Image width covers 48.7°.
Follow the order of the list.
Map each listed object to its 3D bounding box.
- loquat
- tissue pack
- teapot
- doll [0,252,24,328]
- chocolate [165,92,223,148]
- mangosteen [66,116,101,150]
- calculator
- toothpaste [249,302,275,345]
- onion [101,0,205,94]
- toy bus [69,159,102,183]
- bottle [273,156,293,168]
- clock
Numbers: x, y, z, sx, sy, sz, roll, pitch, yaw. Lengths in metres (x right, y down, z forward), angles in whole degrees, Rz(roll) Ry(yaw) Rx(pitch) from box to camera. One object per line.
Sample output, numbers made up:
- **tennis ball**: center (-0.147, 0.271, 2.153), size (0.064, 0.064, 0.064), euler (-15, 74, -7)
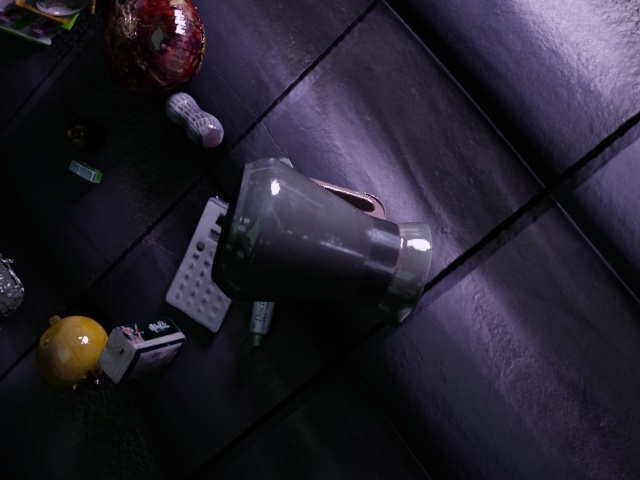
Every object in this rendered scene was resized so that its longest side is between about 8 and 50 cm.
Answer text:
- **loquat**: center (-0.564, 0.250, 1.605), size (0.204, 0.149, 0.172), euler (48, 112, 30)
- **tissue pack**: center (-0.378, 0.230, 1.507), size (0.090, 0.170, 0.103), euler (39, 106, 20)
- **teapot**: center (0.000, 0.000, 1.255), size (0.343, 0.300, 0.253), euler (18, 133, -12)
- **doll**: center (-0.888, 0.072, 1.721), size (0.349, 0.247, 0.247), euler (41, 106, 4)
- **chocolate**: center (-0.271, -0.257, 1.524), size (0.167, 0.072, 0.072), euler (42, 105, 22)
- **mangosteen**: center (-0.555, -0.250, 1.651), size (0.080, 0.081, 0.081), euler (-1, 88, 25)
- **calculator**: center (-0.226, 0.051, 1.523), size (0.161, 0.021, 0.262), euler (29, 101, 22)
- **toothpaste**: center (-0.112, 0.109, 1.462), size (0.064, 0.041, 0.218), euler (11, 91, 12)
- **onion**: center (-0.349, -0.426, 1.501), size (0.246, 0.190, 0.247), euler (8, 102, 39)
- **toy bus**: center (-0.555, -0.163, 1.670), size (0.083, 0.037, 0.031), euler (27, 99, 23)
- **bottle**: center (-0.053, -0.042, 1.415), size (0.096, 0.079, 0.254), euler (-35, 75, 31)
- **clock**: center (-0.608, -0.588, 1.596), size (0.309, 0.235, 0.166), euler (-23, 81, 22)
